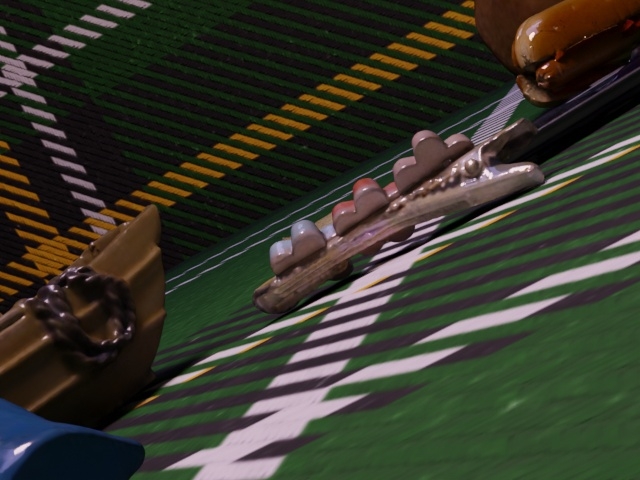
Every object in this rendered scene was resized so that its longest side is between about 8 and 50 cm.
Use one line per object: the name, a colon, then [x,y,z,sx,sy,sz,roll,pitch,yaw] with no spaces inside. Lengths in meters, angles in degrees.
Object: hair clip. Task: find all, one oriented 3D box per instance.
hair clip: [0.044,-0.020,0.864,0.214,0.062,0.056,-27,46,20]

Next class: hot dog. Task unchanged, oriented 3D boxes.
hot dog: [0.262,-0.185,1.169,0.235,0.092,0.062,-30,23,-26]

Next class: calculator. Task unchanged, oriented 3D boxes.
calculator: [0.184,-0.095,1.024,0.274,0.028,0.166,-31,4,-19]

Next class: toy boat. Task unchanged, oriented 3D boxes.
toy boat: [-0.259,0.097,0.796,0.445,0.162,0.136,-33,3,-42]

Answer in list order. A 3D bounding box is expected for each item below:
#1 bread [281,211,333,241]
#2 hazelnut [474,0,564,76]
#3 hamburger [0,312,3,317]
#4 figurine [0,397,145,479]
bread: [0.000,0.000,1.138,0.068,0.028,0.154,-30,5,0]
hazelnut: [0.255,-0.235,1.289,0.210,0.210,0.186,-27,18,28]
hamburger: [-0.494,0.164,1.509,0.304,0.174,0.284,-33,3,-37]
figurine: [-0.222,0.102,0.397,0.298,0.243,0.416,-46,-6,-45]
